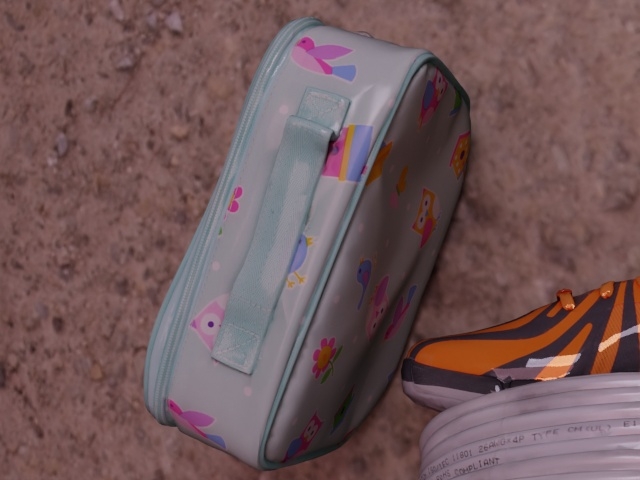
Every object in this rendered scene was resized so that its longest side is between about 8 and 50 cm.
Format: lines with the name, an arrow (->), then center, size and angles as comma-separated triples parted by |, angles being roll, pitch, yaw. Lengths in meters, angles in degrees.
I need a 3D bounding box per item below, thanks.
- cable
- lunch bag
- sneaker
cable -> 0.175, 0.148, 0.502 | 0.257, 0.257, 0.089 | -29, 43, 44
lunch bag -> 0.000, 0.000, 0.602 | 0.108, 0.224, 0.279 | 21, 93, 22
sneaker -> 0.211, 0.031, 0.584 | 0.321, 0.124, 0.180 | -1, 80, 11
